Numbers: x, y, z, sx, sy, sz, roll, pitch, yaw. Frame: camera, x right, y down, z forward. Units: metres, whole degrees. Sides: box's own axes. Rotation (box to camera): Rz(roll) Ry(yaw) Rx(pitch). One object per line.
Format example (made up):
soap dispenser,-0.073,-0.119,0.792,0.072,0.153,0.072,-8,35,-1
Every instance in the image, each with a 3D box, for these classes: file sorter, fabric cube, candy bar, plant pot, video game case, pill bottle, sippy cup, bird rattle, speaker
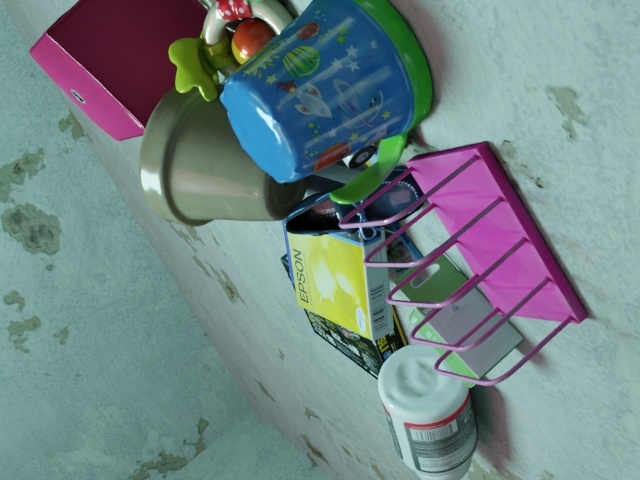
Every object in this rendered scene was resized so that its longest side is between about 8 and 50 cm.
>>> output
file sorter,0.191,0.039,1.246,0.291,0.182,0.202,57,161,-12
fabric cube,-0.356,-0.362,1.644,0.254,0.259,0.258,46,165,-20
candy bar,0.099,-0.145,1.390,0.040,0.018,0.161,54,162,-4
plant pot,-0.146,-0.134,1.523,0.229,0.263,0.263,16,145,27
video game case,0.115,-0.018,1.587,0.166,0.015,0.119,54,161,-2
pill bottle,0.226,0.364,1.763,0.176,0.176,0.318,37,156,39
sippy cup,-0.005,-0.202,1.202,0.305,0.224,0.240,53,160,2
bird rattle,-0.126,-0.342,1.410,0.207,0.143,0.253,28,120,-2
speaker,0.029,-0.183,1.400,0.136,0.055,0.055,54,163,20

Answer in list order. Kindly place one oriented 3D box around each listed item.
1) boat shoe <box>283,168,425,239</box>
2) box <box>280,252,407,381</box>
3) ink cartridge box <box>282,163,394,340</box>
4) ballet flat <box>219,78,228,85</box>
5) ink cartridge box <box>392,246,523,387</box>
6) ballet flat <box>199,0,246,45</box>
boat shoe,0.055,-0.041,1.417,0.258,0.089,0.109,-20,101,38
box,0.062,0.170,1.961,0.322,0.079,0.257,31,150,48
ink cartridge box,0.000,0.000,1.628,0.307,0.072,0.303,18,125,45
ballet flat,-0.188,-0.299,1.766,0.168,0.057,0.052,12,108,58
ink cartridge box,0.221,0.127,1.448,0.209,0.109,0.062,48,160,14
ballet flat,-0.176,-0.418,1.495,0.058,0.084,0.250,-30,95,30
